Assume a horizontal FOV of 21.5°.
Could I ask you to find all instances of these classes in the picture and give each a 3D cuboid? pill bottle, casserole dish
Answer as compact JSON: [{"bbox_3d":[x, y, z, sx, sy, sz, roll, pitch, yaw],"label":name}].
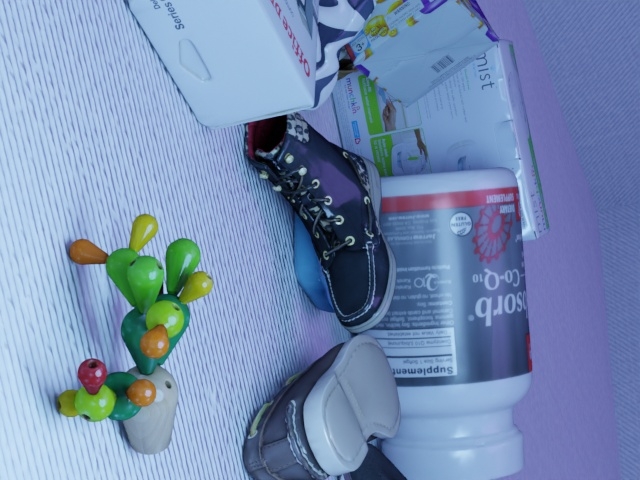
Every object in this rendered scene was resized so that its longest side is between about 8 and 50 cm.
[{"bbox_3d":[0.148,0.099,2.037,0.210,0.210,0.363,-12,98,-74],"label":"pill bottle"},{"bbox_3d":[0.000,0.000,1.938,0.114,0.037,0.188,57,28,-53],"label":"casserole dish"}]

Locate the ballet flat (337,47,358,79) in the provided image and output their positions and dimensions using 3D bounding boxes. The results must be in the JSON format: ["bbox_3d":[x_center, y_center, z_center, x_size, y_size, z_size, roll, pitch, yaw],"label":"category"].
[{"bbox_3d":[0.008,-0.240,2.053,0.232,0.073,0.080,-12,93,-73],"label":"ballet flat"}]

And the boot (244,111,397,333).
[{"bbox_3d":[-0.005,-0.030,1.802,0.178,0.085,0.236,37,36,-41],"label":"boot"}]

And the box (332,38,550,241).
[{"bbox_3d":[0.157,-0.113,2.192,0.127,0.231,0.262,-19,97,-73],"label":"box"}]

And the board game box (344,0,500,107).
[{"bbox_3d":[0.076,-0.326,2.036,0.142,0.144,0.275,31,29,-55],"label":"board game box"}]

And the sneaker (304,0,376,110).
[{"bbox_3d":[-0.019,-0.279,1.886,0.235,0.094,0.153,-64,146,-12],"label":"sneaker"}]

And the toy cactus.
[{"bbox_3d":[-0.147,0.091,1.320,0.219,0.112,0.180,-81,173,-55],"label":"toy cactus"}]

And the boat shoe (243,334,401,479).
[{"bbox_3d":[0.008,0.178,1.743,0.117,0.096,0.324,68,16,-4],"label":"boat shoe"}]

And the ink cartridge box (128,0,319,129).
[{"bbox_3d":[-0.087,-0.288,1.679,0.211,0.121,0.289,58,27,-49],"label":"ink cartridge box"}]

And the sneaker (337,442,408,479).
[{"bbox_3d":[0.147,0.314,1.853,0.106,0.162,0.281,-13,65,-55],"label":"sneaker"}]
